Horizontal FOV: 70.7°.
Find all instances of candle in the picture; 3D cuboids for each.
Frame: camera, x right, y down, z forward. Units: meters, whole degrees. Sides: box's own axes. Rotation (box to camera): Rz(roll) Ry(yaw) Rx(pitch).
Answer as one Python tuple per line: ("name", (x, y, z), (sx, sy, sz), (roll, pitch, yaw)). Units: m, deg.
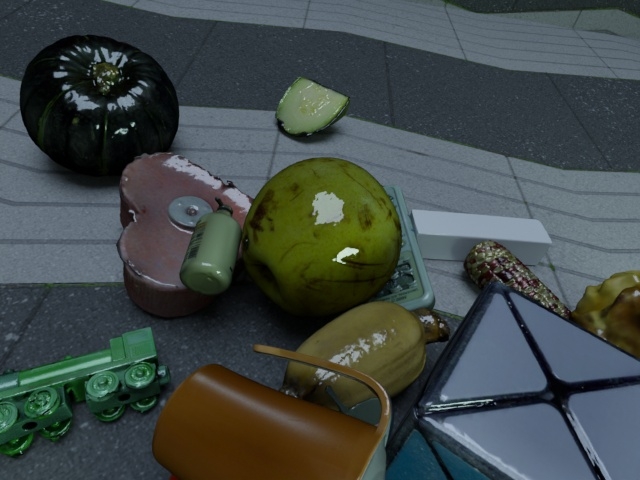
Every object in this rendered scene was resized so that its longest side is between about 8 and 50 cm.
("candle", (-0.238, -0.018, 0.864), (0.286, 0.132, 0.317), (-6, 56, -25))

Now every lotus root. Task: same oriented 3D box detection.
("lotus root", (0.062, 0.185, 0.698), (0.303, 0.147, 0.130), (-22, 22, -27))

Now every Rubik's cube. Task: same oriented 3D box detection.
("Rubik's cube", (0.245, 0.253, 0.584), (0.259, 0.260, 0.255), (28, 46, 21))

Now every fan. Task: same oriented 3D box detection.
("fan", (0.047, 0.251, 0.621), (0.113, 0.175, 0.005), (-42, 33, -17))

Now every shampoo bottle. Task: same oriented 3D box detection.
("shampoo bottle", (-0.171, 0.005, 0.735), (0.079, 0.079, 0.162), (8, 48, -3))

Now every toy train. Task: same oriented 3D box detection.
("toy train", (-0.349, 0.208, 0.647), (0.251, 0.085, 0.119), (-11, 43, -23))

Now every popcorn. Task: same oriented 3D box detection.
("popcorn", (0.528, 0.193, 0.677), (0.332, 0.225, 0.265), (44, 41, -29))

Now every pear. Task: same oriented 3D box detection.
("pear", (0.000, 0.000, 0.771), (0.283, 0.284, 0.284), (5, 45, -5))

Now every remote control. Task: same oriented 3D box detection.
("remote control", (0.137, 0.020, 0.922), (0.127, 0.066, 0.336), (-18, 44, 12))

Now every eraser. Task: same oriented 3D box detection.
("eraser", (0.338, -0.005, 0.986), (0.297, 0.078, 0.076), (4, 44, -7))

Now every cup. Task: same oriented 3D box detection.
("cup", (-0.044, 0.237, 0.527), (0.263, 0.182, 0.226), (21, 74, 21))

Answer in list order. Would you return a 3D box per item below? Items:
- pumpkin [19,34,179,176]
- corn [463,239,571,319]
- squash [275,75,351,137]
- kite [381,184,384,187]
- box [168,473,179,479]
("pumpkin", (-0.481, -0.295, 1.008), (0.322, 0.241, 0.324), (12, 53, -16))
("corn", (0.393, 0.118, 0.864), (0.098, 0.098, 0.290), (-18, 55, -26))
("squash", (-0.030, -0.350, 1.281), (0.191, 0.085, 0.184), (32, 77, 24))
("kite", (0.088, -0.134, 1.116), (0.182, 0.010, 0.160), (-1, 46, -12))
("box", (-0.114, 0.345, 0.571), (0.175, 0.048, 0.112), (13, 42, 3))
